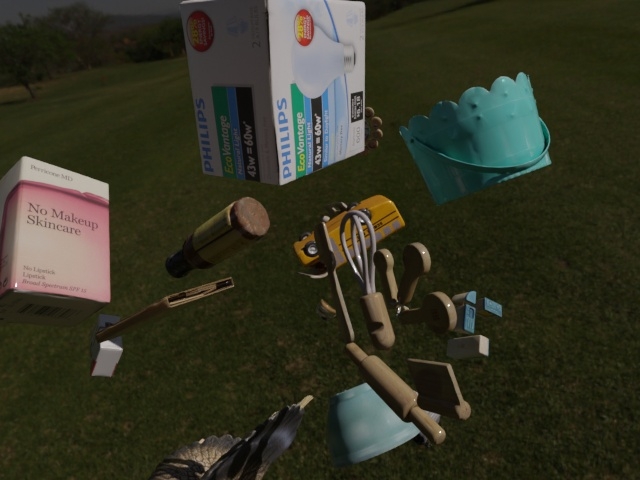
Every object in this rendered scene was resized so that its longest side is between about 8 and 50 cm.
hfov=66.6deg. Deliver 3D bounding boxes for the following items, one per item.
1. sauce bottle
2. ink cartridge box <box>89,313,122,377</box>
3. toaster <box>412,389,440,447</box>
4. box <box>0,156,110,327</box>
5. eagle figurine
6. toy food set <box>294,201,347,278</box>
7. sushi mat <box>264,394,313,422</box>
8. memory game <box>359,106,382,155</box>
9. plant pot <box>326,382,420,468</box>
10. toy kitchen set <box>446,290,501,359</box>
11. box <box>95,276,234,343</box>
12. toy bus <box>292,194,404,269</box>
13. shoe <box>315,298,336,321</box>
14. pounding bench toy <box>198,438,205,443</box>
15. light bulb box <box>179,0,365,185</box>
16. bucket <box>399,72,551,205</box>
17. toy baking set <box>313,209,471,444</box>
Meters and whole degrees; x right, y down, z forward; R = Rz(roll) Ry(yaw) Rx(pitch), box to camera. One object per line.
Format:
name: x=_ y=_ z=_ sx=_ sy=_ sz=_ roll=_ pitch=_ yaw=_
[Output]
sauce bottle: x=-0.103 y=0.002 z=0.463 sx=0.128 sy=0.042 sz=0.042 roll=-26 pitch=13 yaw=36
ink cartridge box: x=-0.566 y=0.275 z=1.280 sx=0.056 sy=0.099 sz=0.135 roll=15 pitch=23 yaw=-33
toaster: x=0.385 y=0.716 z=1.981 sx=0.227 sy=0.129 sz=0.146 roll=25 pitch=53 yaw=38
box: x=-0.441 y=0.008 z=0.791 sx=0.126 sy=0.232 sz=0.148 roll=-29 pitch=-30 yaw=30
eagle figurine: x=-0.150 y=0.362 z=0.633 sx=0.226 sy=0.225 sz=0.298 roll=2 pitch=50 yaw=8
toy food set: x=0.000 y=0.000 z=1.884 sx=0.092 sy=0.306 sz=0.219 roll=24 pitch=-7 yaw=-17
sushi mat: x=-0.117 y=0.529 z=1.467 sx=0.151 sy=0.019 sz=0.316 roll=-30 pitch=-11 yaw=5
memory game: x=0.104 y=-0.346 z=1.526 sx=0.186 sy=0.186 sz=0.012 roll=-1 pitch=36 yaw=21
plant pot: x=0.136 y=0.553 z=1.523 sx=0.293 sy=0.196 sz=0.293 roll=-21 pitch=-16 yaw=-7
toy kitchen set: x=0.492 y=0.267 z=1.475 sx=0.122 sy=0.166 sz=0.207 roll=-25 pitch=47 yaw=52
box: x=-0.275 y=0.123 z=0.870 sx=0.201 sy=0.021 sz=0.164 roll=-26 pitch=-5 yaw=29
toy bus: x=0.081 y=-0.017 z=1.502 sx=0.332 sy=0.130 sz=0.108 roll=-32 pitch=21 yaw=-1
shoe: x=0.022 y=0.270 z=1.821 sx=0.076 sy=0.219 sz=0.058 roll=37 pitch=83 yaw=13
pounding bench toy: x=-0.252 y=0.440 z=0.991 sx=0.083 sy=0.065 sz=0.052 roll=25 pitch=5 yaw=7
light bulb box: x=-0.081 y=-0.344 z=1.089 sx=0.225 sy=0.358 sz=0.361 roll=12 pitch=27 yaw=31
bucket: x=0.321 y=-0.197 z=1.000 sx=0.281 sy=0.183 sz=0.281 roll=-21 pitch=0 yaw=0
toy baking set: x=0.066 y=0.076 z=0.502 sx=0.030 sy=0.197 sz=0.256 roll=-11 pitch=22 yaw=-26
